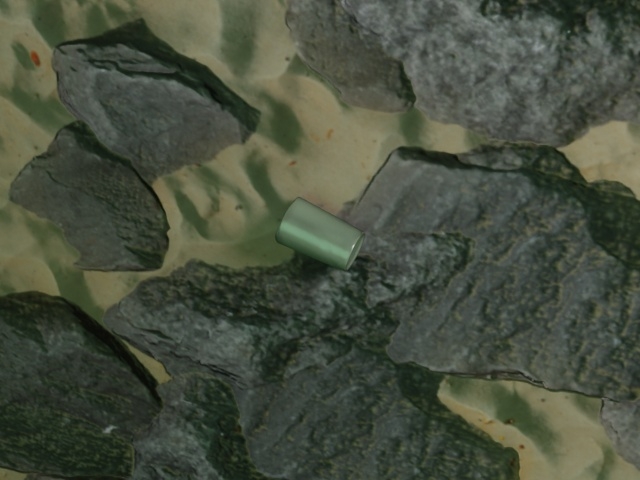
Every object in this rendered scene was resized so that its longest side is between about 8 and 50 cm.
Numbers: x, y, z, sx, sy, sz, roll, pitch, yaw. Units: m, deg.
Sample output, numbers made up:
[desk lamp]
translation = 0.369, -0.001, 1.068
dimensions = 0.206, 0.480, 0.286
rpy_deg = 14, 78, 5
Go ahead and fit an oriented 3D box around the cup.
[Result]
[cup]
translation = -0.002, 0.002, 2.031
dimensions = 0.083, 0.054, 0.075
rpy_deg = 26, 129, 10
